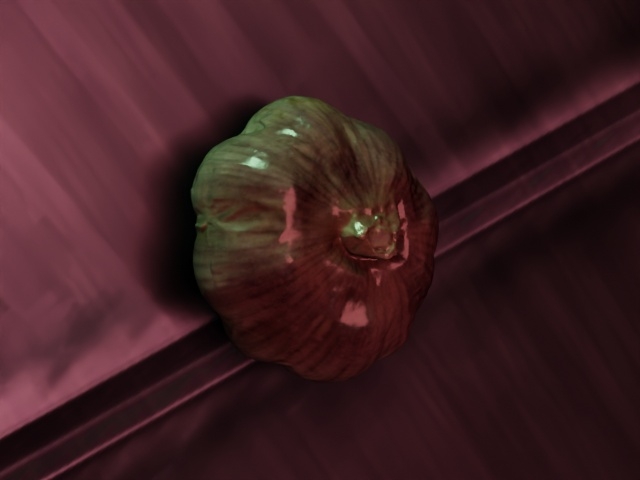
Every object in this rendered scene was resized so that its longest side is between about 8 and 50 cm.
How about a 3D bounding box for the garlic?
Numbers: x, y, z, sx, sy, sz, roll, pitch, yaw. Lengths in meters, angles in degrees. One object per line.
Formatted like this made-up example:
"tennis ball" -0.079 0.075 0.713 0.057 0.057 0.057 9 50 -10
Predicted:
"garlic" 0.000 0.000 1.076 0.147 0.102 0.159 -21 102 -26
